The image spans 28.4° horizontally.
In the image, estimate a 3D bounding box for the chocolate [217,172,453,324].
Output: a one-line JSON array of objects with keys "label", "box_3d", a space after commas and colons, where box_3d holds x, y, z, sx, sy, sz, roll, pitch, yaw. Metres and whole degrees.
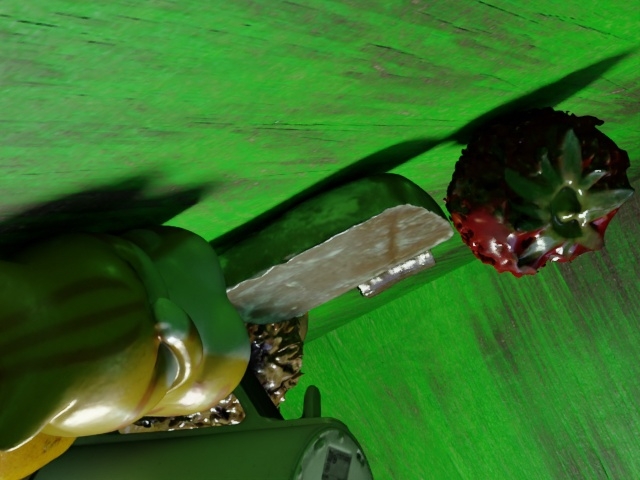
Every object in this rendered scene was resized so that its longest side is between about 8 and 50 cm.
[{"label": "chocolate", "box_3d": [-0.001, -0.002, 1.321, 0.254, 0.080, 0.157, -28, 157, 21]}]

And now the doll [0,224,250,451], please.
[{"label": "doll", "box_3d": [-0.163, 0.069, 0.995, 0.162, 0.166, 0.269, -28, 169, 10]}]

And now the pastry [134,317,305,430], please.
[{"label": "pastry", "box_3d": [-0.143, 0.182, 1.708, 0.275, 0.192, 0.275, -24, 177, -1]}]

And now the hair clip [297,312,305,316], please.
[{"label": "hair clip", "box_3d": [-0.020, 0.071, 1.932, 0.066, 0.036, 0.229, -27, 168, -17]}]

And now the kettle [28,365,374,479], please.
[{"label": "kettle", "box_3d": [-0.146, 0.293, 1.484, 0.377, 0.360, 0.250, -7, 163, 26]}]

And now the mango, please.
[{"label": "mango", "box_3d": [-0.316, 0.183, 1.306, 0.102, 0.141, 0.217, -13, 164, 23]}]

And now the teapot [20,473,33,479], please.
[{"label": "teapot", "box_3d": [-0.420, 0.259, 1.601, 0.204, 0.139, 0.298, 1, 180, 11]}]

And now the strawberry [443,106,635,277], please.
[{"label": "strawberry", "box_3d": [0.219, -0.059, 1.357, 0.184, 0.186, 0.201, 19, -172, -18]}]

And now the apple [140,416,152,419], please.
[{"label": "apple", "box_3d": [-0.226, 0.146, 1.436, 0.147, 0.146, 0.146, -24, 173, -3]}]

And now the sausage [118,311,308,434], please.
[{"label": "sausage", "box_3d": [-0.227, 0.221, 2.001, 0.501, 0.123, 0.136, -20, 142, -32]}]

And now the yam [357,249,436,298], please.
[{"label": "yam", "box_3d": [0.104, 0.028, 1.871, 0.127, 0.084, 0.084, -25, 173, 9]}]
